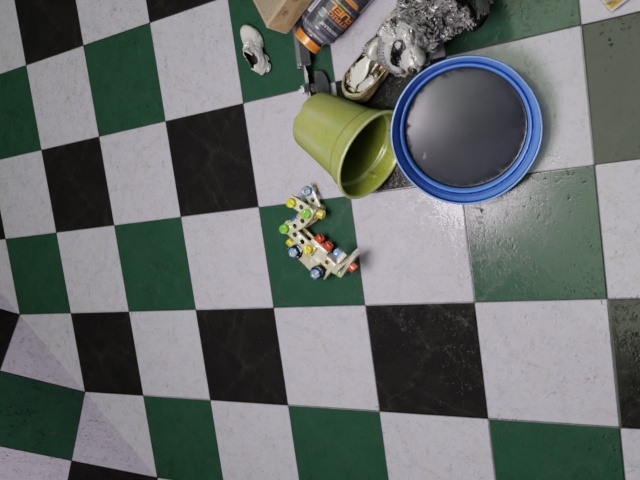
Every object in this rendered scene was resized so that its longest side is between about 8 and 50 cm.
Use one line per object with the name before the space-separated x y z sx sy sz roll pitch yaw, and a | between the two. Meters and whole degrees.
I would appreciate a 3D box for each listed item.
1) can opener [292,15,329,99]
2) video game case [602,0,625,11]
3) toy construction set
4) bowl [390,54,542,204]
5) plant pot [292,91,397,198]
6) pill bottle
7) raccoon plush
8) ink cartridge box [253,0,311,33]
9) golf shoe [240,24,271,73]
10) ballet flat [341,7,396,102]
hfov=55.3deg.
can opener | -0.037 -0.559 1.892 0.093 0.074 0.281 -12 95 -5
video game case | 0.726 -0.699 1.437 0.227 0.026 0.206 -37 94 28
toy construction set | 0.000 0.000 1.921 0.328 0.151 0.215 50 118 25
bowl | 0.385 -0.294 1.632 0.390 0.077 0.391 4 110 12
plant pot | 0.065 -0.300 1.780 0.254 0.276 0.276 37 114 32
pill bottle | 0.035 -0.664 1.772 0.246 0.130 0.130 -45 76 19
raccoon plush | 0.285 -0.631 1.622 0.216 0.447 0.299 35 145 -22
ink cartridge box | -0.096 -0.749 1.740 0.234 0.088 0.193 -42 61 37
golf shoe | -0.222 -0.620 1.964 0.069 0.086 0.176 -30 82 31
ballet flat | 0.178 -0.543 1.739 0.123 0.123 0.348 46 116 15
